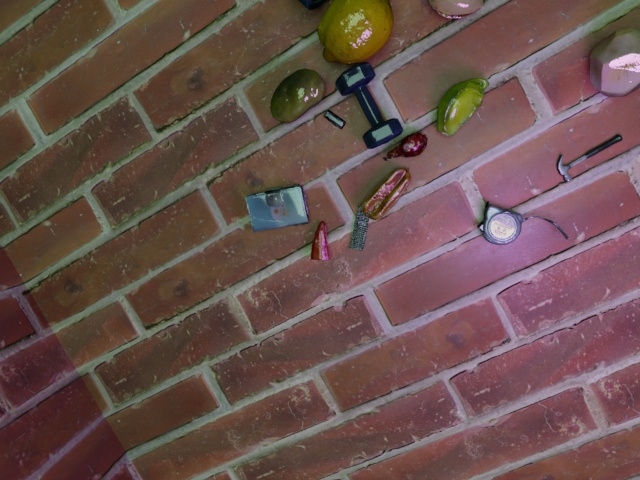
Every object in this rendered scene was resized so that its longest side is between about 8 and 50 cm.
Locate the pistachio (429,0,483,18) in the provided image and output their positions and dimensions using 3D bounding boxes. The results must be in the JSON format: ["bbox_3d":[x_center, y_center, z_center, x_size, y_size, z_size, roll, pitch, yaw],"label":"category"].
[{"bbox_3d":[0.496,-0.897,1.722,0.200,0.117,0.145,10,97,7],"label":"pistachio"}]

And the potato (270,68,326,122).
[{"bbox_3d":[-0.095,-0.575,1.876,0.248,0.143,0.169,-39,53,19],"label":"potato"}]

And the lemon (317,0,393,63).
[{"bbox_3d":[0.128,-0.790,1.741,0.319,0.245,0.245,-40,91,19],"label":"lemon"}]

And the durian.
[{"bbox_3d":[0.530,-0.521,1.796,0.139,0.101,0.250,22,106,-31],"label":"durian"}]

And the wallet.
[{"bbox_3d":[-0.182,-0.137,2.001,0.250,0.075,0.176,-9,102,11],"label":"wallet"}]

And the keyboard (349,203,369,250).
[{"bbox_3d":[0.168,-0.054,1.982,0.060,0.018,0.196,10,102,5],"label":"keyboard"}]

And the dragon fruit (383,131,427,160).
[{"bbox_3d":[0.337,-0.360,1.864,0.190,0.094,0.094,-27,94,18],"label":"dragon fruit"}]

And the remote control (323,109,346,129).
[{"bbox_3d":[0.057,-0.496,1.925,0.096,0.014,0.039,37,104,3],"label":"remote control"}]

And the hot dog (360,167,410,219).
[{"bbox_3d":[0.270,-0.191,1.909,0.109,0.072,0.269,41,102,-8],"label":"hot dog"}]

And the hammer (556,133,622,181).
[{"bbox_3d":[1.015,-0.330,1.777,0.246,0.029,0.103,-33,93,12],"label":"hammer"}]

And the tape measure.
[{"bbox_3d":[0.788,-0.033,1.838,0.330,0.084,0.164,22,105,7],"label":"tape measure"}]

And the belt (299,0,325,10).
[{"bbox_3d":[0.043,-1.055,1.682,0.173,0.300,0.436,45,101,-2],"label":"belt"}]

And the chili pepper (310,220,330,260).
[{"bbox_3d":[0.003,0.000,2.001,0.088,0.065,0.169,3,97,9],"label":"chili pepper"}]

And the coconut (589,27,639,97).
[{"bbox_3d":[1.050,-0.620,1.611,0.236,0.237,0.197,31,62,3],"label":"coconut"}]

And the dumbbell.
[{"bbox_3d":[0.188,-0.523,1.830,0.156,0.143,0.316,-27,95,14],"label":"dumbbell"}]
